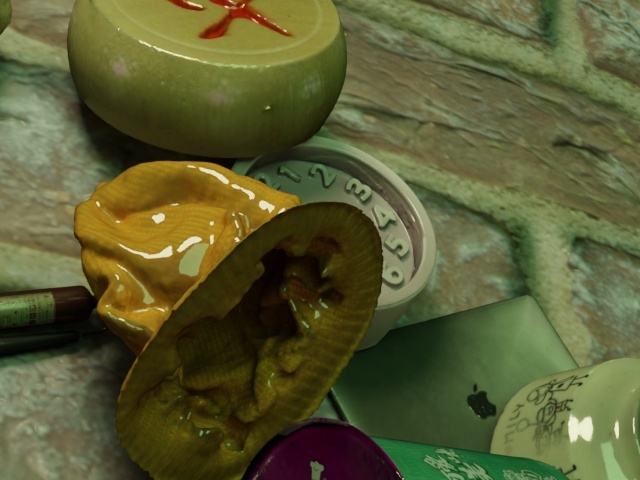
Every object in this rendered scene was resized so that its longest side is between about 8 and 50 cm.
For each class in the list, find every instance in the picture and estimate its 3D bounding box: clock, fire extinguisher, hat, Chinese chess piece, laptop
[{"bbox_3d":[0.000,0.000,1.111,0.197,0.068,0.197,14,46,-15],"label":"clock"},{"bbox_3d":[-0.228,0.061,0.971,0.173,0.035,0.049,-5,54,-28],"label":"fire extinguisher"},{"bbox_3d":[-0.111,0.024,0.980,0.233,0.244,0.233,-30,50,-22],"label":"hat"},{"bbox_3d":[-0.100,-0.174,1.136,0.250,0.097,0.251,8,36,-6],"label":"Chinese chess piece"},{"bbox_3d":[0.138,0.147,1.114,0.269,0.015,0.188,-12,61,-35],"label":"laptop"}]

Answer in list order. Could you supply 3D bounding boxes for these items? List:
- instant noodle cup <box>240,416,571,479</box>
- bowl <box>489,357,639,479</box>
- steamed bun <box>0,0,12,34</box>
[{"bbox_3d":[0.073,0.246,0.860,0.190,0.251,0.251,7,52,-35],"label":"instant noodle cup"},{"bbox_3d":[0.272,0.196,1.060,0.237,0.126,0.238,16,53,-22],"label":"bowl"},{"bbox_3d":[-0.337,-0.195,1.056,0.155,0.141,0.172,26,48,-27],"label":"steamed bun"}]
